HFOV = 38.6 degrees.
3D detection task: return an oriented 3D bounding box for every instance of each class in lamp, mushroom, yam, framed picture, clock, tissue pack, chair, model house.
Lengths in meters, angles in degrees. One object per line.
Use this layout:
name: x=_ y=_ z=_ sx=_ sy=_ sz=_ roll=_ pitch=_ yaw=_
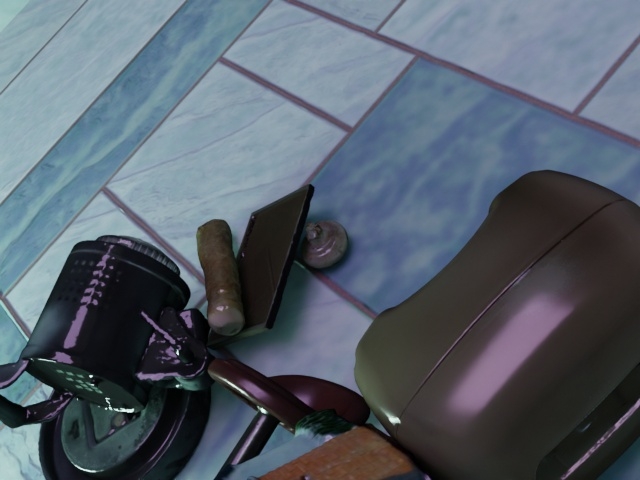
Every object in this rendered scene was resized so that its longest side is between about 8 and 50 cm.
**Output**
lamp: x=-0.340 y=0.128 z=1.434 sx=0.374 sy=0.205 sz=0.272 roll=-8 pitch=58 yaw=10
mushroom: x=0.000 y=0.000 z=1.472 sx=0.085 sy=0.079 sz=0.085 roll=-15 pitch=53 yaw=21
yam: x=-0.165 y=0.057 z=1.513 sx=0.066 sy=0.066 sz=0.299 roll=-35 pitch=31 yaw=9
framed picture: x=-0.098 y=0.043 z=1.501 sx=0.192 sy=0.018 sz=0.265 roll=-23 pitch=43 yaw=53
clock: x=-0.323 y=0.283 z=1.503 sx=0.319 sy=0.066 sz=0.318 roll=-18 pitch=50 yaw=23
tissue pack: x=0.254 y=0.130 z=1.065 sx=0.387 sy=0.267 sz=0.277 roll=-45 pitch=41 yaw=-3
chair: x=-0.123 y=0.323 z=1.222 sx=0.227 sy=0.226 sz=0.401 roll=22 pitch=72 yaw=43
model house: x=-0.039 y=0.326 z=1.008 sx=0.291 sy=0.184 sz=0.253 roll=-15 pitch=16 yaw=-22
